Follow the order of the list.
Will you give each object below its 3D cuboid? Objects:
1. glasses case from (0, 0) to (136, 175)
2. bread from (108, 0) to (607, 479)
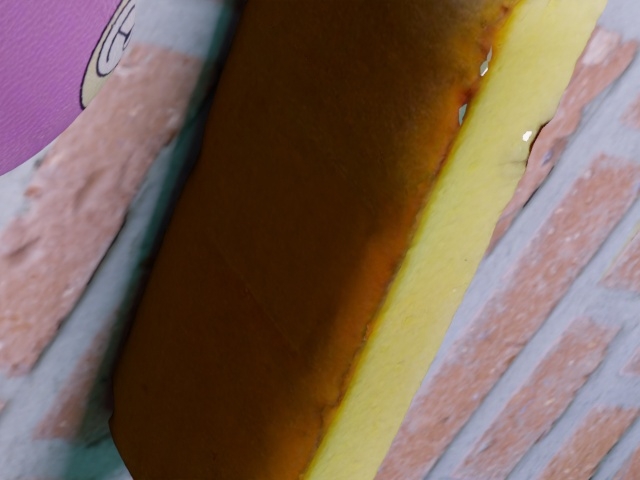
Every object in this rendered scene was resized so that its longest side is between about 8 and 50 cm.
[{"bbox_3d":[-0.179,-0.109,0.582,0.123,0.076,0.316,-46,143,9],"label":"glasses case"},{"bbox_3d":[0.000,0.000,0.802,0.077,0.138,0.361,-8,135,-38],"label":"bread"}]
